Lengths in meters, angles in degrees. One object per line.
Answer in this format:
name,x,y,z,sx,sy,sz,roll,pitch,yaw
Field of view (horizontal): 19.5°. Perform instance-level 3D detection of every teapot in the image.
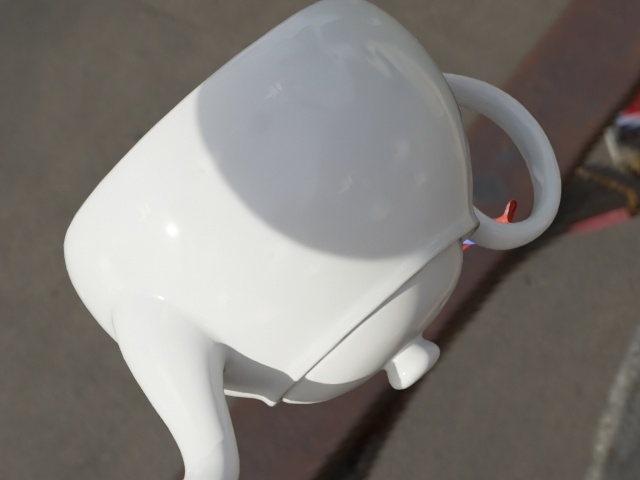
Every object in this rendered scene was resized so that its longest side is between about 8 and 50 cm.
teapot,0.000,0.000,1.032,0.256,0.252,0.187,-43,86,9

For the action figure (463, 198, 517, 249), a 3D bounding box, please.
action figure,0.102,-0.007,1.345,0.115,0.038,0.030,-12,45,44
